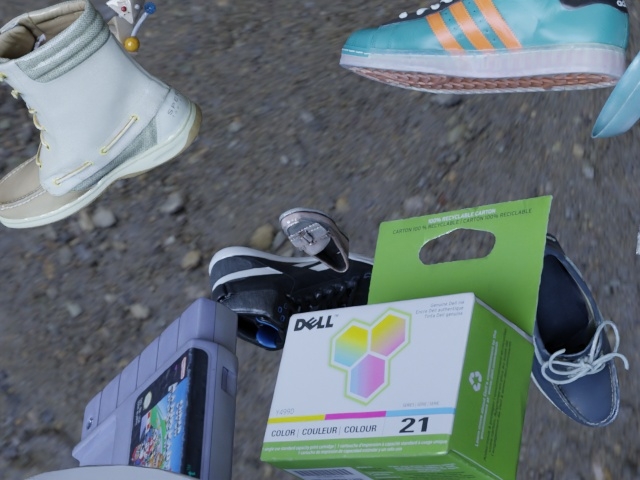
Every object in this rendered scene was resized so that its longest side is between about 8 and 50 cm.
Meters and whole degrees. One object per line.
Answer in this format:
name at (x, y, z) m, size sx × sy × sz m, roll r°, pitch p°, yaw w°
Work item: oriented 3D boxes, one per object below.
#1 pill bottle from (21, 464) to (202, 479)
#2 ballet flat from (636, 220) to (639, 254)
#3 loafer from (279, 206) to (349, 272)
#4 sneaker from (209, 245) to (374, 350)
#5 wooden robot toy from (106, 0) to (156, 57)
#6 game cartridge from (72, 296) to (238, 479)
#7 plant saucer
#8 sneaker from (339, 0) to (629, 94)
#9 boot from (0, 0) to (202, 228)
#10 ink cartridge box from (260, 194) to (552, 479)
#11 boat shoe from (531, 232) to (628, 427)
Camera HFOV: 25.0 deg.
pill bottle at (-0.102, 0.277, 0.643) m, size 0.188 × 0.188 × 0.334 m, roll 13°, pitch 116°, yaw 8°
ballet flat at (0.394, 0.020, 1.708) m, size 0.041 × 0.041 × 0.114 m, roll -14°, pitch 90°, yaw 13°
loafer at (0.000, 0.000, 1.476) m, size 0.045 × 0.125 × 0.039 m, roll -23°, pitch 67°, yaw 18°
sneaker at (-0.017, 0.076, 1.612) m, size 0.217 × 0.121 × 0.079 m, roll 4°, pitch 131°, yaw -7°
wooden robot toy at (-0.215, -0.177, 1.445) m, size 0.173 × 0.076 × 0.079 m, roll -35°, pitch 67°, yaw 48°
game cartridge at (-0.159, 0.242, 1.284) m, size 0.068 × 0.355 × 0.230 m, roll 23°, pitch 133°, yaw -23°
plant saucer at (0.273, -0.133, 1.232) m, size 0.021 × 0.119 × 0.119 m, roll 32°, pitch 105°, yaw 0°
sneaker at (0.169, -0.220, 1.495) m, size 0.302 × 0.108 × 0.121 m, roll 2°, pitch 83°, yaw 20°
boot at (-0.229, -0.105, 1.211) m, size 0.213 × 0.077 × 0.165 m, roll -25°, pitch 134°, yaw 22°
ink cartridge box at (0.072, 0.070, 1.169) m, size 0.189 × 0.097 × 0.255 m, roll -10°, pitch 59°, yaw 39°
boat shoe at (0.262, 0.101, 1.519) m, size 0.095 × 0.079 × 0.254 m, roll -24°, pitch 113°, yaw -7°
